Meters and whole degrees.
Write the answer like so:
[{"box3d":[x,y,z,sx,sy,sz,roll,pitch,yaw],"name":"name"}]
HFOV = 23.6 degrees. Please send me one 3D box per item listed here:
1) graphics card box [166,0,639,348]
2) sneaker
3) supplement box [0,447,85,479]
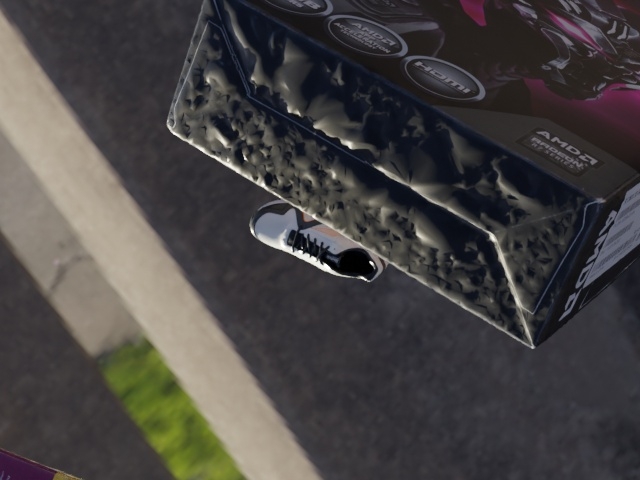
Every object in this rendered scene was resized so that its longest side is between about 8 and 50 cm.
[{"box3d":[0.111,-0.087,0.881,0.233,0.371,0.094,32,121,19],"name":"graphics card box"},{"box3d":[0.000,0.000,1.117,0.109,0.044,0.040,14,118,5],"name":"sneaker"},{"box3d":[-0.156,0.129,0.772,0.083,0.043,0.055,17,169,24],"name":"supplement box"}]
